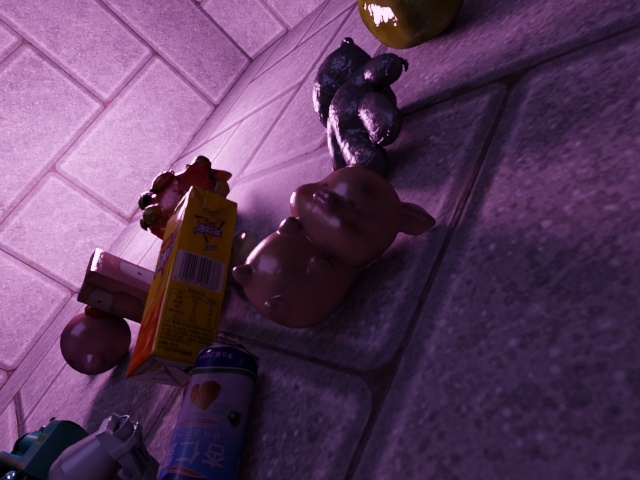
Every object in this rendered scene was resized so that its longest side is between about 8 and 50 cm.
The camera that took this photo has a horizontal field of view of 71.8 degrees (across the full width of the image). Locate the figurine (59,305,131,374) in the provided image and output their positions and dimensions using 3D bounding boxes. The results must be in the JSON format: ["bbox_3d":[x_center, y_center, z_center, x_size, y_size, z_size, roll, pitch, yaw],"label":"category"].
[{"bbox_3d":[-0.577,0.260,1.139,0.173,0.173,0.173,-36,29,24],"label":"figurine"}]

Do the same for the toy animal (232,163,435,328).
[{"bbox_3d":[0.008,0.008,0.598,0.250,0.166,0.154,-44,-17,-3],"label":"toy animal"}]

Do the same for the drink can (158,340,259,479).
[{"bbox_3d":[-0.143,0.253,0.567,0.097,0.097,0.235,-34,30,28],"label":"drink can"}]

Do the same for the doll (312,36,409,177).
[{"bbox_3d":[0.089,-0.237,0.841,0.340,0.158,0.246,60,139,47],"label":"doll"}]

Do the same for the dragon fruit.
[{"bbox_3d":[-0.357,-0.104,1.213,0.243,0.227,0.307,-41,25,5],"label":"dragon fruit"}]

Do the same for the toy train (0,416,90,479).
[{"bbox_3d":[-0.638,0.498,0.976,0.298,0.120,0.194,-20,32,42],"label":"toy train"}]

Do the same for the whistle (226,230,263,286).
[{"bbox_3d":[-0.193,0.026,0.972,0.126,0.067,0.258,-52,24,-6],"label":"whistle"}]

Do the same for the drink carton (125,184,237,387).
[{"bbox_3d":[-0.256,0.081,0.844,0.154,0.111,0.352,-39,40,43],"label":"drink carton"}]

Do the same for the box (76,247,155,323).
[{"bbox_3d":[-0.508,0.125,1.157,0.086,0.215,0.215,-61,27,1],"label":"box"}]

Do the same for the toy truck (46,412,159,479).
[{"bbox_3d":[-0.347,0.363,0.623,0.256,0.140,0.108,-32,15,-3],"label":"toy truck"}]

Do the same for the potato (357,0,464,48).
[{"bbox_3d":[0.195,-0.533,0.963,0.216,0.216,0.304,-47,36,4],"label":"potato"}]
